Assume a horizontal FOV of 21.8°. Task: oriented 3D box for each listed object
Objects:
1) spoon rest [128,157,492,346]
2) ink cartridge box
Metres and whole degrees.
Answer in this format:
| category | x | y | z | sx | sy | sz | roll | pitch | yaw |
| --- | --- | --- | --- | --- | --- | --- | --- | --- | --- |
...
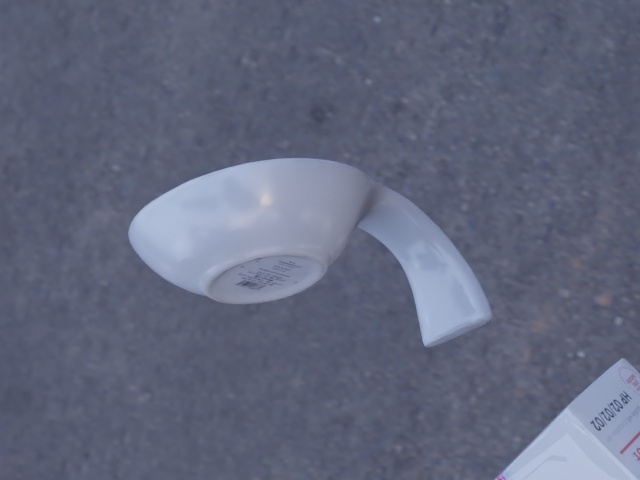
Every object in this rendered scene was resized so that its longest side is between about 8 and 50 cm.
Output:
| category | x | y | z | sx | sy | sz | roll | pitch | yaw |
| --- | --- | --- | --- | --- | --- | --- | --- | --- | --- |
| spoon rest | 0.000 | 0.000 | 1.013 | 0.137 | 0.276 | 0.084 | -27 | 62 | 30 |
| ink cartridge box | 0.142 | 0.133 | 0.932 | 0.061 | 0.104 | 0.181 | 46 | 117 | 10 |
